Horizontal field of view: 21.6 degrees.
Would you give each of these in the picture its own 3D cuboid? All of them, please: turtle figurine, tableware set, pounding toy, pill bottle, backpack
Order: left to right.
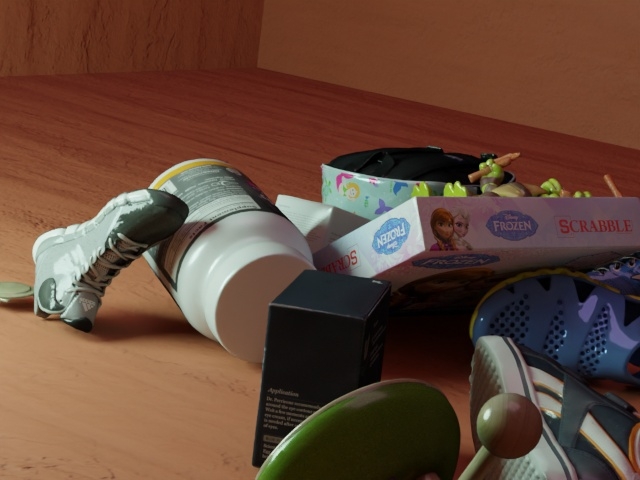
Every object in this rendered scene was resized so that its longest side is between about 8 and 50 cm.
[{"bbox_3d":[-0.417,0.061,1.923,0.141,0.020,0.168,14,15,36],"label":"tableware set"},{"bbox_3d":[-0.102,0.023,1.914,0.162,0.162,0.278,1,22,-24],"label":"pill bottle"},{"bbox_3d":[0.117,-0.037,2.260,0.225,0.191,0.253,13,6,34],"label":"backpack"},{"bbox_3d":[0.069,0.208,1.282,0.237,0.183,0.110,1,39,-39],"label":"pounding toy"},{"bbox_3d":[0.224,-0.048,2.074,0.217,0.087,0.269,-6,18,-32],"label":"turtle figurine"}]

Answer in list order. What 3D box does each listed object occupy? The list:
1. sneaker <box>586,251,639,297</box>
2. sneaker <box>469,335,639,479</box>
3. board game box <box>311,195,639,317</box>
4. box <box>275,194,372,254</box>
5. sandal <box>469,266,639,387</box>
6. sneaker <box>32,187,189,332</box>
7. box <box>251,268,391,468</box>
[{"bbox_3d":[0.418,0.045,2.167,0.330,0.147,0.130,4,13,-10],"label":"sneaker"},{"bbox_3d":[0.217,0.186,1.485,0.127,0.126,0.321,1,24,-9],"label":"sneaker"},{"bbox_3d":[0.160,0.024,1.967,0.318,0.066,0.318,-1,-16,-31],"label":"board game box"},{"bbox_3d":[0.000,0.000,2.121,0.102,0.087,0.101,14,-3,41],"label":"box"},{"bbox_3d":[0.327,0.111,1.894,0.317,0.126,0.138,4,17,-8],"label":"sandal"},{"bbox_3d":[-0.235,0.036,1.853,0.228,0.132,0.086,-23,-40,37],"label":"sneaker"},{"bbox_3d":[0.003,0.122,1.563,0.093,0.158,0.156,9,12,10],"label":"box"}]
